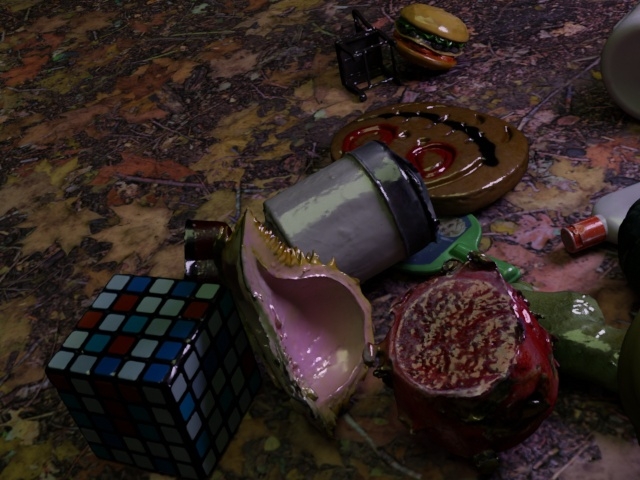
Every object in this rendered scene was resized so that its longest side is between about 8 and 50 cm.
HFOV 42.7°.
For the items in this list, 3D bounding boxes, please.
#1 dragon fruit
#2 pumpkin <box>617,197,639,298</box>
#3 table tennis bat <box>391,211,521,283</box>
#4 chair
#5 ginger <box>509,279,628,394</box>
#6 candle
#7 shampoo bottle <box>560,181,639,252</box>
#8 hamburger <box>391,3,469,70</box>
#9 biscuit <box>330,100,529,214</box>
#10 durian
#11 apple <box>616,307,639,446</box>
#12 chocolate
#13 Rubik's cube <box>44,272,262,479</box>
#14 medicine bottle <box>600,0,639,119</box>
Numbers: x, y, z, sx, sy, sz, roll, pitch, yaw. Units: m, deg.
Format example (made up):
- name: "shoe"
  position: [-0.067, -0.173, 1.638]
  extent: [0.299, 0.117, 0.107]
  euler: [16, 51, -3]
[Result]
- name: "dragon fruit"
  position: [0.165, 0.128, 0.982]
  extent: [0.211, 0.147, 0.282]
  euler: [-17, 53, 30]
- name: "pumpkin"
  position: [0.498, 0.006, 1.069]
  extent: [0.211, 0.152, 0.212]
  euler: [-4, 54, 5]
- name: "table tennis bat"
  position: [0.197, 0.012, 1.252]
  extent: [0.160, 0.039, 0.257]
  euler: [-36, 41, -22]
- name: "chair"
  position: [0.079, -0.399, 1.735]
  extent: [0.113, 0.106, 0.229]
  euler: [-22, 38, -13]
- name: "ginger"
  position: [0.340, 0.121, 1.035]
  extent: [0.137, 0.089, 0.289]
  euler: [-13, 25, -41]
- name: "candle"
  position: [0.000, 0.000, 1.205]
  extent: [0.330, 0.187, 0.187]
  euler: [-30, 40, -5]
- name: "shampoo bottle"
  position: [0.464, -0.037, 1.214]
  extent: [0.220, 0.051, 0.108]
  euler: [-20, 41, -8]
- name: "hamburger"
  position: [0.222, -0.418, 1.678]
  extent: [0.161, 0.115, 0.162]
  euler: [18, 24, -9]
- name: "biscuit"
  position: [0.168, -0.150, 1.416]
  extent: [0.314, 0.063, 0.367]
  euler: [-32, 39, -29]
- name: "durian"
  position: [-0.061, 0.090, 1.078]
  extent: [0.185, 0.305, 0.195]
  euler: [-41, 19, -33]
- name: "apple"
  position: [0.464, 0.149, 0.748]
  extent: [0.357, 0.357, 0.357]
  euler: [-9, 39, 7]
- name: "chocolate"
  position: [-0.166, 0.045, 1.280]
  extent: [0.080, 0.125, 0.149]
  euler: [-4, 75, -1]
- name: "Rubik's cube"
  position: [-0.208, 0.170, 1.062]
  extent: [0.182, 0.187, 0.184]
  euler: [5, 40, 24]
- name: "medicine bottle"
  position: [0.665, -0.380, 1.446]
  extent: [0.211, 0.211, 0.371]
  euler: [20, 49, 35]
